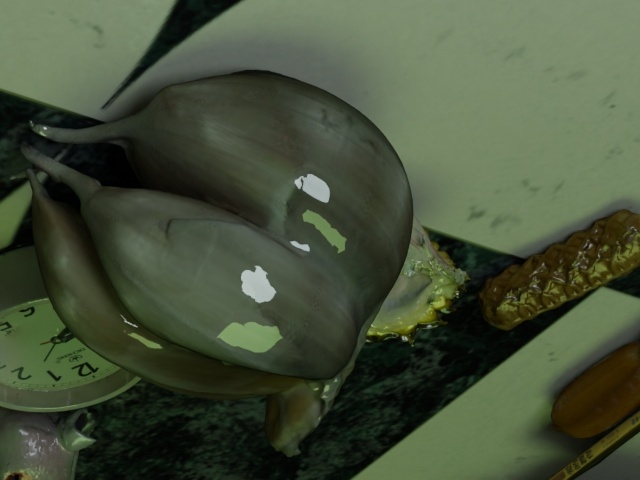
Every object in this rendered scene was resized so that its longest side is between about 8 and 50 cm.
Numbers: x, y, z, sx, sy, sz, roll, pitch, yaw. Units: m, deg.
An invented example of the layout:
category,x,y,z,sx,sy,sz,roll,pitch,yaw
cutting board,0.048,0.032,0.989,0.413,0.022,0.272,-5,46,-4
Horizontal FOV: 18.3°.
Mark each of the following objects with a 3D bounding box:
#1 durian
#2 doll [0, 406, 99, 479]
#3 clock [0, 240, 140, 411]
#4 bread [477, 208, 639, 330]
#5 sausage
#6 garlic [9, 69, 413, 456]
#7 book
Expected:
category,x,y,z,sx,sy,sz,roll,pitch,yaw
durian,0.006,-0.010,1.458,0.140,0.078,0.224,-25,127,33
doll,-0.274,0.174,1.609,0.192,0.095,0.149,5,148,-26
clock,-0.201,0.063,1.504,0.229,0.063,0.155,-23,141,11
bread,0.195,0.024,1.582,0.157,0.044,0.052,-28,137,21
sausage,0.266,0.121,1.736,0.183,0.054,0.062,-43,169,34
garlic,-0.064,0.006,1.356,0.292,0.210,0.237,41,152,-27
book,0.276,0.174,1.801,0.118,0.012,0.172,-19,160,-50
